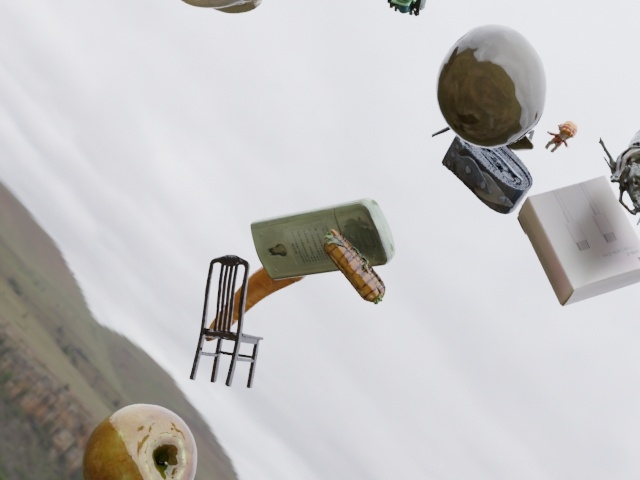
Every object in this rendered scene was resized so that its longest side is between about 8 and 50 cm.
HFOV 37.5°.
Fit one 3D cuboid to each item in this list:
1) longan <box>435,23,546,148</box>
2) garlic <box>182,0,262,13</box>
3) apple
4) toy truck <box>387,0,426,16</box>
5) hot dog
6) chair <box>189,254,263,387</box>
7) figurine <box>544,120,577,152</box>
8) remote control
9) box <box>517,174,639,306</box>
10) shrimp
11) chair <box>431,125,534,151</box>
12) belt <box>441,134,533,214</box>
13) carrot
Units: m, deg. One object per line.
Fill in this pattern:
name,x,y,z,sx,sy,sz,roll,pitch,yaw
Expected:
longan,0.254,-0.229,1.402,0.189,0.189,0.189,40,-16,14
garlic,-0.155,-0.510,1.610,0.203,0.281,0.185,24,-19,37
apple,-0.357,0.438,1.846,0.207,0.237,0.237,-22,-63,39
toy truck,0.167,-0.511,1.857,0.080,0.078,0.154,17,-38,13
hot dog,0.048,0.033,1.264,0.122,0.037,0.049,52,27,14
chair,-0.148,0.135,1.578,0.084,0.213,0.101,6,-9,19
figurine,0.559,-0.242,2.199,0.064,0.047,0.109,32,-29,-1
remote control,0.000,0.000,1.349,0.233,0.038,0.098,-10,-73,40
box,0.592,-0.002,2.128,0.106,0.203,0.252,101,-28,-63
shrimp,0.653,-0.140,1.948,0.172,0.372,0.137,10,-65,18
chair,0.433,-0.289,2.386,0.246,0.172,0.158,-13,-43,41
belt,0.403,-0.158,2.269,0.218,0.122,0.128,48,-41,24
carrot,-0.120,0.094,1.749,0.066,0.271,0.062,55,21,-2
